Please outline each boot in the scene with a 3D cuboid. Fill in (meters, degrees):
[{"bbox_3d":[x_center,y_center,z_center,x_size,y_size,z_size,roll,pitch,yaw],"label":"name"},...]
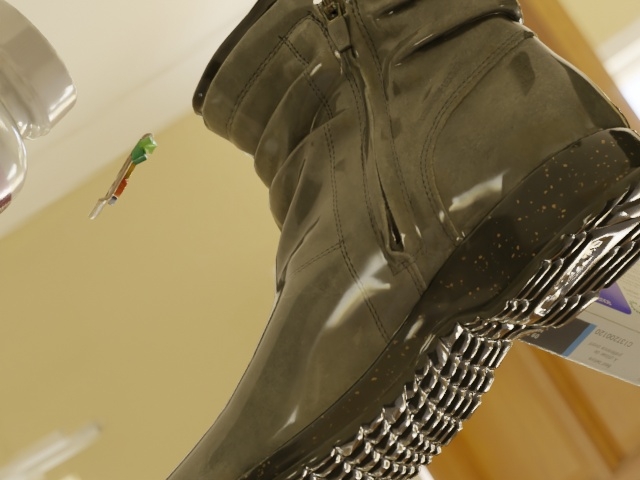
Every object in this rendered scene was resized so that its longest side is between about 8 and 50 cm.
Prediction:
[{"bbox_3d":[0.000,0.000,0.681,0.246,0.161,0.083,-44,-27,13],"label":"boot"}]

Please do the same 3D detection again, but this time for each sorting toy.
[{"bbox_3d":[-0.134,-0.046,1.275,0.062,0.012,0.083,-58,7,-19],"label":"sorting toy"}]

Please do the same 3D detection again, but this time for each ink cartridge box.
[{"bbox_3d":[0.141,-0.004,1.109,0.206,0.208,0.045,21,-59,-31],"label":"ink cartridge box"}]

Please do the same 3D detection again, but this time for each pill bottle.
[{"bbox_3d":[-0.333,-0.052,1.413,0.301,0.169,0.169,-46,-9,-21],"label":"pill bottle"}]
